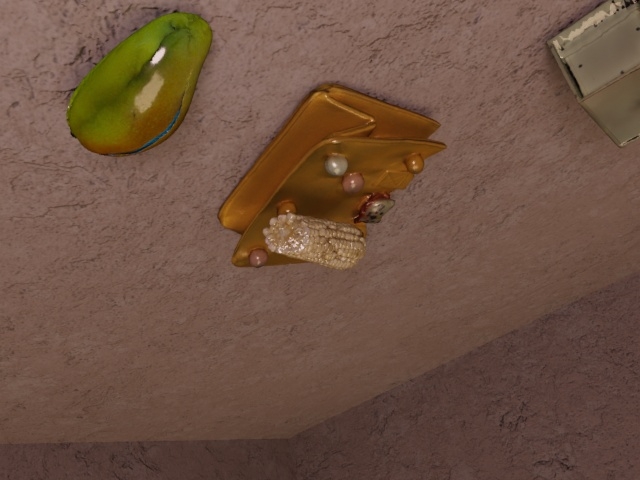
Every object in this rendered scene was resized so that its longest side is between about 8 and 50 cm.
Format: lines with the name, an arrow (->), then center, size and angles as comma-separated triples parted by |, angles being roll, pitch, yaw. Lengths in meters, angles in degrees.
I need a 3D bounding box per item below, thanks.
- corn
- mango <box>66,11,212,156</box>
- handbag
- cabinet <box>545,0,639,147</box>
corn -> 0.000, 0.000, 0.982 | 0.087, 0.087, 0.211 | -33, 155, 25
mango -> -0.226, -0.196, 0.761 | 0.233, 0.111, 0.125 | -39, 158, 12
handbag -> 0.017, -0.086, 1.071 | 0.283, 0.133, 0.401 | 0, 147, -38
cabinet -> 0.494, -0.278, 0.955 | 0.145, 0.150, 0.206 | -31, 148, 33
